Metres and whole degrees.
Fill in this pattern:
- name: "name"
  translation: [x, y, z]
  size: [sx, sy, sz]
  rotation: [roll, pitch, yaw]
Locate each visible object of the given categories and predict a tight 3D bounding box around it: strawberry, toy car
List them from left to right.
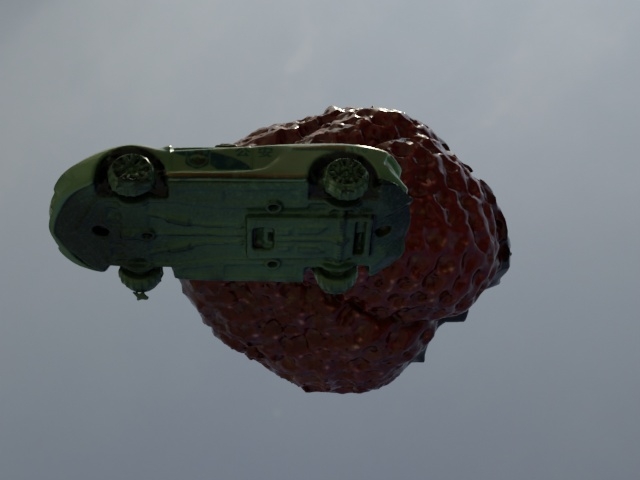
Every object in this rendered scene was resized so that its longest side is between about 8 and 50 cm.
- name: "toy car"
  translation: [-0.046, -0.019, 0.605]
  size: [0.186, 0.093, 0.058]
  rotation: [0, -129, -3]
- name: "strawberry"
  translation: [0.000, 0.000, 0.952]
  size: [0.239, 0.288, 0.250]
  rotation: [56, -50, 38]
